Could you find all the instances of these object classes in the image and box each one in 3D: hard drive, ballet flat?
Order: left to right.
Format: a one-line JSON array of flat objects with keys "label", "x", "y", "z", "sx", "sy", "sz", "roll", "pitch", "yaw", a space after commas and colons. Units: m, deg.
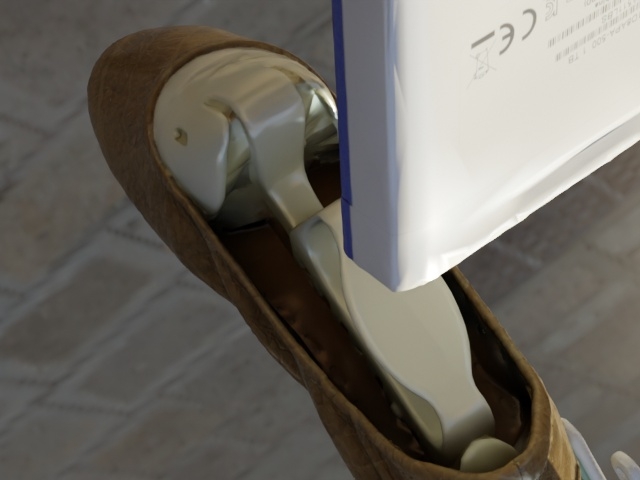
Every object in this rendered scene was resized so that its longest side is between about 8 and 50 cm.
[{"label": "ballet flat", "x": 0.000, "y": 0.000, "z": 0.850, "sx": 0.116, "sy": 0.342, "sz": 0.124, "roll": -29, "pitch": 156, "yaw": -12}, {"label": "hard drive", "x": 0.089, "y": -0.151, "z": 0.620, "sx": 0.210, "sy": 0.040, "sz": 0.318, "roll": -33, "pitch": 141, "yaw": -26}]

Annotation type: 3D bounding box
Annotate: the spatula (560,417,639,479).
[{"label": "spatula", "x": 0.157, "y": 0.164, "z": 0.915, "sx": 0.019, "sy": 0.168, "sz": 0.242, "roll": -38, "pitch": 119, "yaw": -8}]
